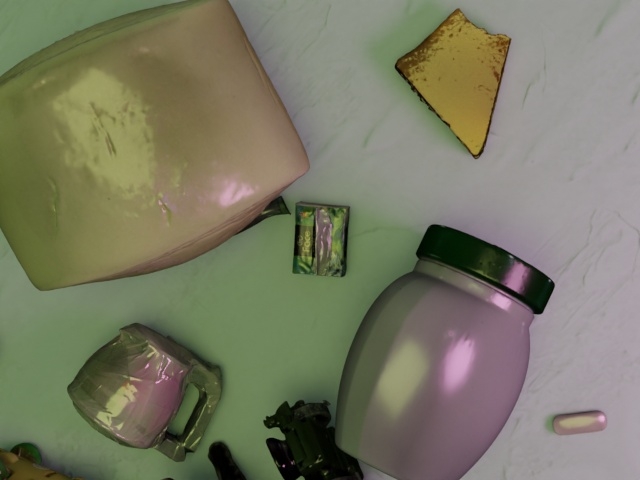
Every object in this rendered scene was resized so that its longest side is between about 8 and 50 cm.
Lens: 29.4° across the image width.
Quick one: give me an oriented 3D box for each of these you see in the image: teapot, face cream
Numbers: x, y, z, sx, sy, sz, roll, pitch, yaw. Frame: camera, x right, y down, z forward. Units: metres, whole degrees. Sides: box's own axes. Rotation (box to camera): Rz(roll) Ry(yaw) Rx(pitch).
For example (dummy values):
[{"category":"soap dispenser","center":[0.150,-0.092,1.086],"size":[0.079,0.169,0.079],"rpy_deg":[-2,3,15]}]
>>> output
[{"category":"teapot","center":[-0.103,-0.040,1.934],"size":[0.110,0.043,0.043],"rpy_deg":[-18,93,5]},{"category":"teapot","center":[-0.266,0.237,1.923],"size":[0.221,0.163,0.178],"rpy_deg":[37,92,3]},{"category":"face cream","center":[0.177,0.178,1.792],"size":[0.219,0.312,0.357],"rpy_deg":[23,83,42]}]

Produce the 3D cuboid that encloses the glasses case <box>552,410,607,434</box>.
[{"category":"glasses case","center":[0.404,0.284,1.904],"size":[0.083,0.021,0.032],"rpy_deg":[-9,97,9]}]

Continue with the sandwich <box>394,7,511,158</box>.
[{"category":"sandwich","center":[0.232,-0.245,1.856],"size":[0.162,0.058,0.193],"rpy_deg":[-41,87,9]}]

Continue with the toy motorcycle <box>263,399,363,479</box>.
[{"category":"toy motorcycle","center":[0.013,0.364,1.885],"size":[0.127,0.275,0.205],"rpy_deg":[-31,58,8]}]

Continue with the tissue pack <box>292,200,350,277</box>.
[{"category":"tissue pack","center":[0.000,-0.001,1.901],"size":[0.085,0.079,0.111],"rpy_deg":[4,96,6]}]

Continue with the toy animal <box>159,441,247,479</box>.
[{"category":"toy animal","center":[-0.126,0.486,1.858],"size":[0.344,0.302,0.194],"rpy_deg":[42,96,1]}]

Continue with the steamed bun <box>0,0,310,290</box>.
[{"category":"steamed bun","center":[-0.275,-0.133,1.775],"size":[0.455,0.290,0.371],"rpy_deg":[-26,95,1]}]

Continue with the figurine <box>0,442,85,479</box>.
[{"category":"figurine","center":[-0.470,0.462,1.968],"size":[0.324,0.124,0.222],"rpy_deg":[17,95,19]}]
